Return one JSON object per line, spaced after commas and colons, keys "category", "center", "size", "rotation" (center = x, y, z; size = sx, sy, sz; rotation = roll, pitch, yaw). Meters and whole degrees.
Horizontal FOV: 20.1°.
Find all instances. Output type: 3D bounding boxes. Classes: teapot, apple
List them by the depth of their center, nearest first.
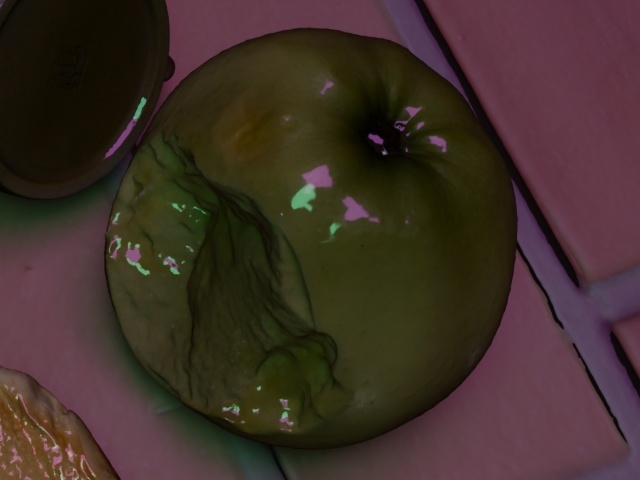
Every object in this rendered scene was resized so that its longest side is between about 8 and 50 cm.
{"category": "apple", "center": [0.000, 0.000, 1.169], "size": [0.279, 0.279, 0.279], "rotation": [9, 57, -14]}
{"category": "teapot", "center": [-0.214, -0.138, 1.226], "size": [0.175, 0.186, 0.267], "rotation": [27, 16, 33]}

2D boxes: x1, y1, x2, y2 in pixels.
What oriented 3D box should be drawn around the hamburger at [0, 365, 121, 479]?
{"category": "hamburger", "center": [-0.201, 0.182, 1.062], "size": [0.213, 0.108, 0.214], "rotation": [8, 57, -13]}
